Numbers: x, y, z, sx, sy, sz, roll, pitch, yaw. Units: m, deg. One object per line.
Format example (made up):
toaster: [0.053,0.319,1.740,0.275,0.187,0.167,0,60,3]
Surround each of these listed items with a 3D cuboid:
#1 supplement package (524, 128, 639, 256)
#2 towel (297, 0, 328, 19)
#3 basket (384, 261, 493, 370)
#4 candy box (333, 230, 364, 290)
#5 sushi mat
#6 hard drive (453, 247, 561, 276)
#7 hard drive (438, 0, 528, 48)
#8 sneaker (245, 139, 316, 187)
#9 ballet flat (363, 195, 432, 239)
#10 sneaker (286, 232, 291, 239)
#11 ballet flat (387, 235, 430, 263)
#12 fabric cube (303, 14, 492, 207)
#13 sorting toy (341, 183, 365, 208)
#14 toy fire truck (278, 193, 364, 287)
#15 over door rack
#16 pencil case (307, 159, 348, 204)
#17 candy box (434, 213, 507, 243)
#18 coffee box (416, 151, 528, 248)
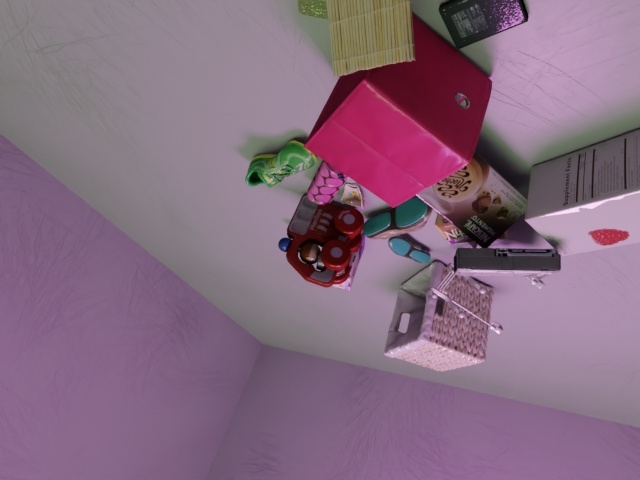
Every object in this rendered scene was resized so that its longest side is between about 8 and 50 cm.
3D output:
supplement package: [0.650,-0.101,0.959,0.178,0.175,0.293,35,150,-24]
towel: [0.020,-0.500,0.867,0.148,0.027,0.110,14,152,13]
basket: [0.453,0.315,1.668,0.267,0.328,0.331,24,152,-7]
candy box: [0.108,0.066,1.612,0.070,0.196,0.164,16,152,12]
sushi mat: [0.072,-0.444,0.705,0.152,0.316,0.019,-1,-171,33]
hard drive: [0.495,0.066,1.185,0.237,0.064,0.339,0,173,15]
hard drive: [0.304,-0.425,0.800,0.135,0.022,0.094,-6,141,42]
sneaker: [-0.127,-0.223,1.350,0.296,0.123,0.109,-10,138,44]
ballet flat: [0.271,-0.067,1.393,0.106,0.107,0.316,14,164,-30]
sneaker: [-0.016,-0.019,1.685,0.235,0.078,0.106,16,149,3]
ballet flat: [0.311,0.028,1.539,0.189,0.070,0.070,29,152,-22]
fabric cube: [0.165,-0.274,0.922,0.258,0.254,0.259,33,151,-15]
sorting toy: [0.109,-0.152,1.401,0.083,0.045,0.075,17,141,32]
toy fire truck: [0.000,0.000,1.454,0.254,0.301,0.169,19,157,11]
over door rack: [0.565,0.167,1.436,0.325,0.108,0.239,29,110,-12]
pencil case: [0.029,-0.188,1.344,0.098,0.095,0.209,12,157,-14]
candy box: [0.463,-0.046,1.319,0.187,0.053,0.109,-9,139,42]
coffee box: [0.365,-0.133,1.092,0.297,0.118,0.168,34,110,-21]
